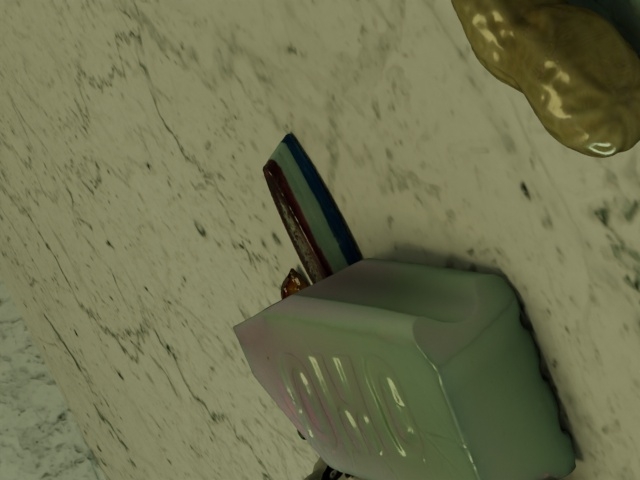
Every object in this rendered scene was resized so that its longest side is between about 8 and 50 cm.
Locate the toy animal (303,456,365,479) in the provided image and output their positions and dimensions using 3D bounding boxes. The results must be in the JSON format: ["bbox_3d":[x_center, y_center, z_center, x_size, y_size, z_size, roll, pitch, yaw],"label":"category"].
[{"bbox_3d":[0.058,0.325,1.940,0.208,0.156,0.204,32,150,45],"label":"toy animal"}]

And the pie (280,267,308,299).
[{"bbox_3d":[0.004,0.125,1.970,0.191,0.033,0.088,58,164,6],"label":"pie"}]

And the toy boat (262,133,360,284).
[{"bbox_3d":[0.000,0.000,1.794,0.080,0.046,0.229,6,126,61],"label":"toy boat"}]

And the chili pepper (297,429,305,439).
[{"bbox_3d":[0.058,0.195,1.844,0.224,0.098,0.061,7,127,55],"label":"chili pepper"}]

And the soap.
[{"bbox_3d":[0.067,0.128,1.647,0.347,0.115,0.208,8,124,56],"label":"soap"}]

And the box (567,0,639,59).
[{"bbox_3d":[0.176,-0.220,1.084,0.142,0.044,0.285,38,150,54],"label":"box"}]

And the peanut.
[{"bbox_3d":[0.143,-0.129,1.118,0.187,0.082,0.082,51,158,34],"label":"peanut"}]
